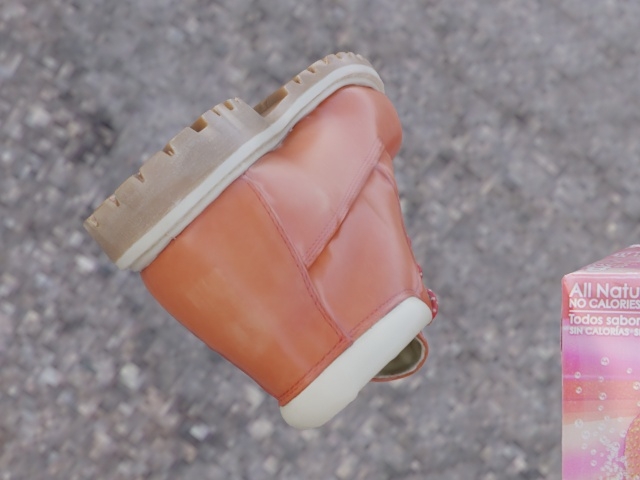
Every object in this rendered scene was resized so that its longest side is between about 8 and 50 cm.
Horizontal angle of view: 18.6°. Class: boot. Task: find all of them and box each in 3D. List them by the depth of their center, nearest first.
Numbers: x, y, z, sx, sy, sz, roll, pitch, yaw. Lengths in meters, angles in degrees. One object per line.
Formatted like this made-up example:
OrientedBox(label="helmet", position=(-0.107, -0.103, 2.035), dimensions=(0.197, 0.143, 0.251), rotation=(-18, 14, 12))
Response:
OrientedBox(label="boot", position=(0.000, 0.000, 0.532), dimensions=(0.084, 0.059, 0.158), rotation=(46, 24, 1))

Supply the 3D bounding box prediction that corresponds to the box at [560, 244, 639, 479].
OrientedBox(label="box", position=(0.260, 0.078, 0.817), dimensions=(0.300, 0.142, 0.154), rotation=(1, 5, 20))
